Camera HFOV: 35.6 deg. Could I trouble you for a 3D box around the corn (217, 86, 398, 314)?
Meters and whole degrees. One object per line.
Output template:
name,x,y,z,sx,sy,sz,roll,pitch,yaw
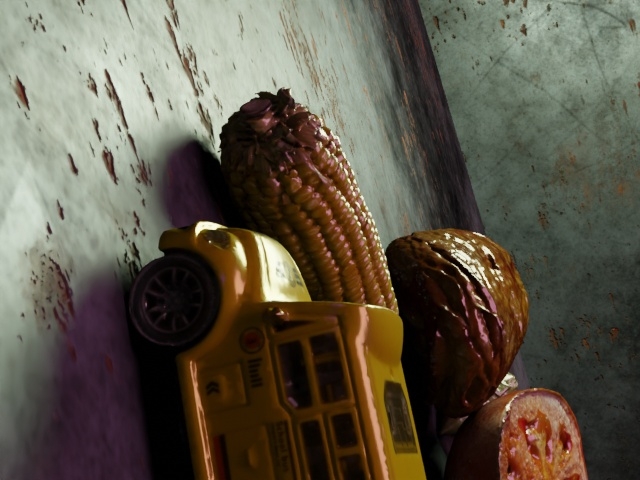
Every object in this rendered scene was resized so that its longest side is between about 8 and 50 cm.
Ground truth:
corn,0.000,-0.001,0.907,0.115,0.115,0.318,-91,159,-45

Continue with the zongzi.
zongzi,0.222,0.299,1.592,0.178,0.081,0.189,-36,155,-34

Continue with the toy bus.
toy bus,-0.009,0.142,0.632,0.144,0.152,0.330,30,46,-69

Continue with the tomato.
tomato,0.266,0.370,1.404,0.338,0.143,0.338,14,72,-52

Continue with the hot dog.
hot dog,0.195,0.108,1.422,0.387,0.174,0.267,-14,86,-72
